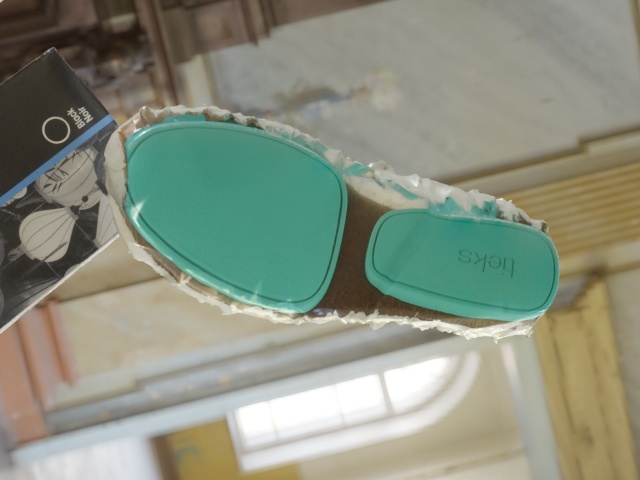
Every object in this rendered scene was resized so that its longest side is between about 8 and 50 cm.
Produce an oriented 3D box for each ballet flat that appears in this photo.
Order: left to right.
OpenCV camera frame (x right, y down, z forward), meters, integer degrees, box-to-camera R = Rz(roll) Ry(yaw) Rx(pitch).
[{"bbox_3d":[0.000,0.000,1.127,0.147,0.409,0.147,-32,-130,48],"label":"ballet flat"}]

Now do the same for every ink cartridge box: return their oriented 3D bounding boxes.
[{"bbox_3d":[-0.299,0.000,1.217,0.165,0.333,0.065,50,-21,-6],"label":"ink cartridge box"}]
